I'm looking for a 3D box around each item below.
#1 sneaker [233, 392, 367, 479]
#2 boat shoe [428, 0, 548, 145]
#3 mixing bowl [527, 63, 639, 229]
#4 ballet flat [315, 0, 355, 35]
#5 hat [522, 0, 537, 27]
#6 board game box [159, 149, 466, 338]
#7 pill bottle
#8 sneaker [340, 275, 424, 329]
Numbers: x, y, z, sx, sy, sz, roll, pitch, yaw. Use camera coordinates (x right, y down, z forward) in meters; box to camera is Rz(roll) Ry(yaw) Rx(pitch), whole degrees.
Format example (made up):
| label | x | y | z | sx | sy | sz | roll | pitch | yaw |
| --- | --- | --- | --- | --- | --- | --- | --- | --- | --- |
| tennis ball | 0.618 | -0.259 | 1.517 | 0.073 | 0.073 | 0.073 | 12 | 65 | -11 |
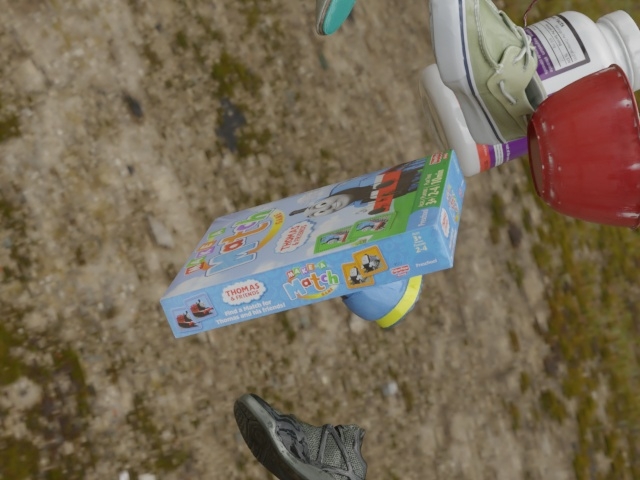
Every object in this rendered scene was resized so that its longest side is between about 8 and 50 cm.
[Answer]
| label | x | y | z | sx | sy | sz | roll | pitch | yaw |
| --- | --- | --- | --- | --- | --- | --- | --- | --- | --- |
| sneaker | -0.021 | 0.296 | 1.664 | 0.227 | 0.087 | 0.130 | 40 | 49 | 15 |
| boat shoe | 0.188 | -0.200 | 1.223 | 0.302 | 0.094 | 0.109 | 46 | 42 | -62 |
| mixing bowl | 0.280 | -0.094 | 1.212 | 0.181 | 0.098 | 0.181 | -8 | 90 | -87 |
| ballet flat | 0.035 | -0.379 | 1.530 | 0.213 | 0.068 | 0.072 | -60 | 157 | -1 |
| hat | 0.284 | -0.292 | 0.914 | 0.183 | 0.209 | 0.172 | 113 | -24 | -71 |
| board game box | 0.000 | 0.000 | 0.849 | 0.160 | 0.212 | 0.039 | -67 | 137 | -65 |
| pill bottle | 0.323 | -0.231 | 1.696 | 0.181 | 0.323 | 0.181 | 159 | -90 | -90 |
| sneaker | 0.039 | -0.011 | 0.970 | 0.082 | 0.069 | 0.209 | 35 | 26 | -18 |
